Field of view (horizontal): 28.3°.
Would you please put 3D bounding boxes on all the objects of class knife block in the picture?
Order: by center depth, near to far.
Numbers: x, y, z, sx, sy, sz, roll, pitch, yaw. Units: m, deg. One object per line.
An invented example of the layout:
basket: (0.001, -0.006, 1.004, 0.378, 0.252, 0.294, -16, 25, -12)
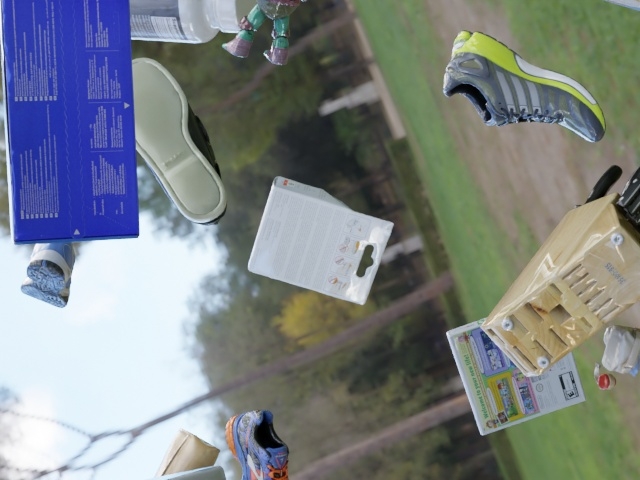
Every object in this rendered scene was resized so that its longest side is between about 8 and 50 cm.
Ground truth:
knife block: (0.325, 0.015, 1.534, 0.088, 0.275, 0.242, 47, -163, -9)

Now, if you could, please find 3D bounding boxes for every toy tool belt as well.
toy tool belt: (0.369, 0.142, 1.527, 0.052, 0.051, 0.083, 39, 121, 59)

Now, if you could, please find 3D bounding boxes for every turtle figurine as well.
turtle figurine: (-0.079, -0.421, 2.142, 0.118, 0.175, 0.234, -89, 16, -68)

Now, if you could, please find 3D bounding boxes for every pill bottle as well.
pill bottle: (-0.287, -0.471, 2.435, 0.176, 0.318, 0.176, 6, -90, -73)

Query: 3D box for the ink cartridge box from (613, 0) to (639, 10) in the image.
ink cartridge box: (0.390, -0.447, 1.754, 0.270, 0.198, 0.197, -21, -50, -76)

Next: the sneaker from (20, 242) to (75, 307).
sneaker: (-0.412, 0.045, 1.957, 0.211, 0.080, 0.081, 136, 154, -63)

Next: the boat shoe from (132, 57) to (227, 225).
boat shoe: (-0.260, -0.169, 2.270, 0.340, 0.127, 0.113, 56, 175, 17)

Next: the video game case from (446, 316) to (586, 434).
video game case: (0.336, 0.215, 2.164, 0.023, 0.193, 0.212, -104, -6, -66)

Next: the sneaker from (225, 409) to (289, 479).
sneaker: (-0.088, 0.383, 2.123, 0.083, 0.087, 0.221, -3, -118, -50)

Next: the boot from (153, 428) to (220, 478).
boot: (-0.249, 0.449, 2.079, 0.089, 0.269, 0.236, 40, 164, -28)

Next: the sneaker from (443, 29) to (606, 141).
sneaker: (0.339, -0.234, 2.148, 0.300, 0.121, 0.111, 28, 165, 6)

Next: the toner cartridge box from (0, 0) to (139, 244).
toner cartridge box: (-0.328, -0.173, 1.650, 0.075, 0.165, 0.348, -166, 74, -73)

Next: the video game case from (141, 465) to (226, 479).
video game case: (-0.319, 0.319, 1.418, 0.300, 0.329, 0.036, -6, -100, -51)

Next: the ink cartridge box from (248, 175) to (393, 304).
ink cartridge box: (0.000, 0.000, 1.819, 0.045, 0.179, 0.145, -83, 10, -63)
